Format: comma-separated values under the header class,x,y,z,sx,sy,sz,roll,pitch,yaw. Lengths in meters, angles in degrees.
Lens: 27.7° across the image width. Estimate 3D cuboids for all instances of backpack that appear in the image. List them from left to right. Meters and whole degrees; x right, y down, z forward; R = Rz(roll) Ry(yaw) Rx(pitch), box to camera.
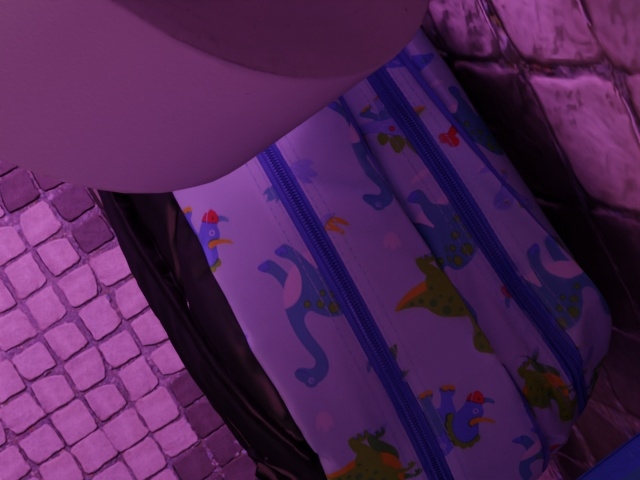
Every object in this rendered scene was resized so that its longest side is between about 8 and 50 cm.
class,x,y,z,sx,sy,sz,roll,pitch,yaw
backpack,0.000,0.000,0.747,0.290,0.273,0.355,85,171,-60

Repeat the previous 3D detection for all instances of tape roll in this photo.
class,x,y,z,sx,sy,sz,roll,pitch,yaw
tape roll,-0.086,-0.164,0.518,0.100,0.286,0.286,-30,94,38

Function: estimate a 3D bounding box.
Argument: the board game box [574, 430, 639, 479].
class,x,y,z,sx,sy,sz,roll,pitch,yaw
board game box,0.163,0.172,0.578,0.160,0.210,0.047,47,164,37
